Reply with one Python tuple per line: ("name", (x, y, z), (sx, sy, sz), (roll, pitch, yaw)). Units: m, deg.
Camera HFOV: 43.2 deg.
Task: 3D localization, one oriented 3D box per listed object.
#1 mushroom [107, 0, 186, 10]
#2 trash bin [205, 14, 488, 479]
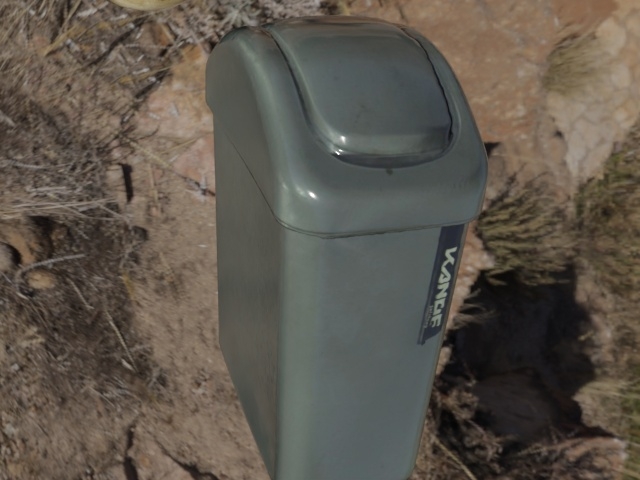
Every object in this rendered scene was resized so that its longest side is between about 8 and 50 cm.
("mushroom", (-0.151, -0.280, 0.691), (0.166, 0.127, 0.166), (0, 90, -13))
("trash bin", (0.000, 0.000, 0.433), (0.101, 0.176, 0.236), (-8, 122, -20))
